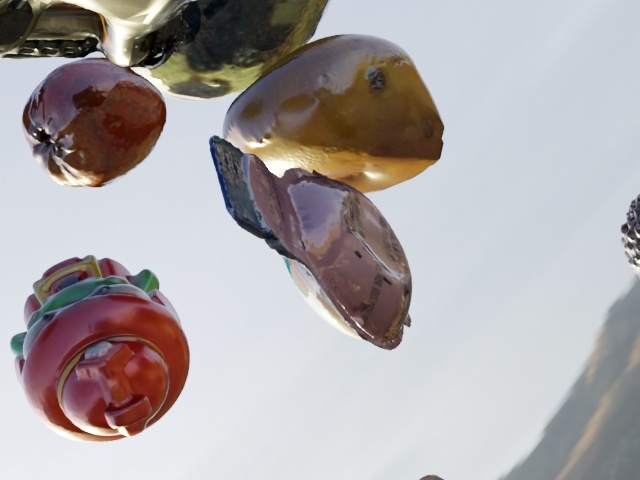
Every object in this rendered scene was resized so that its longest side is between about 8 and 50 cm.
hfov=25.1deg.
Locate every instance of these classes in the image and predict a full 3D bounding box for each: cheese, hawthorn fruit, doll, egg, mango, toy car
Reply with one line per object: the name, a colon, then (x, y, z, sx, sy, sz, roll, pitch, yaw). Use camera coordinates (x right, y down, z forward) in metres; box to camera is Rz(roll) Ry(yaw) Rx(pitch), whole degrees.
cheese: (0.000, 0.000, 1.223, 0.074, 0.189, 0.286, -34, -37, 19)
hawthorn fruit: (-0.193, -0.103, 1.238, 0.128, 0.128, 0.128, -47, -16, -18)
doll: (-0.228, 0.125, 1.514, 0.183, 0.160, 0.363, -22, 17, -10)
egg: (-0.139, -0.373, 1.776, 0.345, 0.345, 0.428, -33, -23, -49)
mango: (-0.003, -0.123, 1.436, 0.166, 0.136, 0.236, 9, -23, -34)
toy car: (-0.144, -0.212, 1.017, 0.193, 0.118, 0.301, 7, -24, -36)

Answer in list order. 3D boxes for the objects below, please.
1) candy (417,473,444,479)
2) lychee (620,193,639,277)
candy: (0.096, 0.361, 1.387, 0.101, 0.143, 0.271, 38, -110, -42)
lychee: (0.466, 0.003, 1.672, 0.200, 0.238, 0.200, -165, 90, -86)
